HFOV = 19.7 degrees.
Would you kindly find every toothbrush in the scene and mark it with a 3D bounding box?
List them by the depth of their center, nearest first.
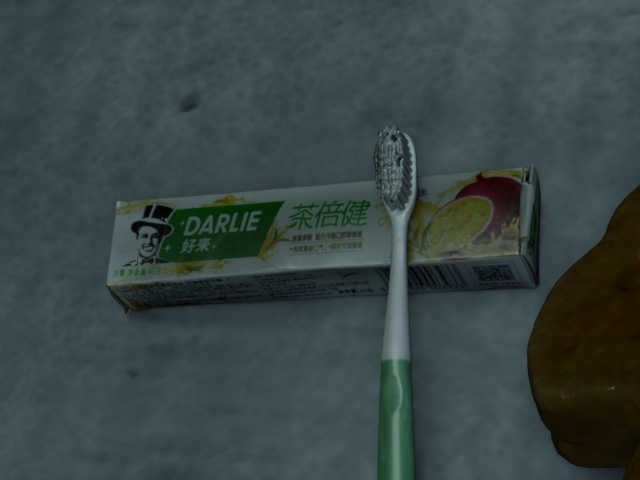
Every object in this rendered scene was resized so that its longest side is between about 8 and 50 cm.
[{"bbox_3d":[0.033,0.071,0.790,0.018,0.024,0.257,-5,72,17],"label":"toothbrush"}]

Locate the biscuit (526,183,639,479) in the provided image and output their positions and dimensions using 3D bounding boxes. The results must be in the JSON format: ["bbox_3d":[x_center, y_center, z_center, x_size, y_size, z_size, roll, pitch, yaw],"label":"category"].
[{"bbox_3d":[0.242,0.038,0.672,0.381,0.074,0.359,-45,32,-15],"label":"biscuit"}]

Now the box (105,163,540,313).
[{"bbox_3d":[0.000,0.000,0.862,0.207,0.041,0.050,-4,62,18],"label":"box"}]
